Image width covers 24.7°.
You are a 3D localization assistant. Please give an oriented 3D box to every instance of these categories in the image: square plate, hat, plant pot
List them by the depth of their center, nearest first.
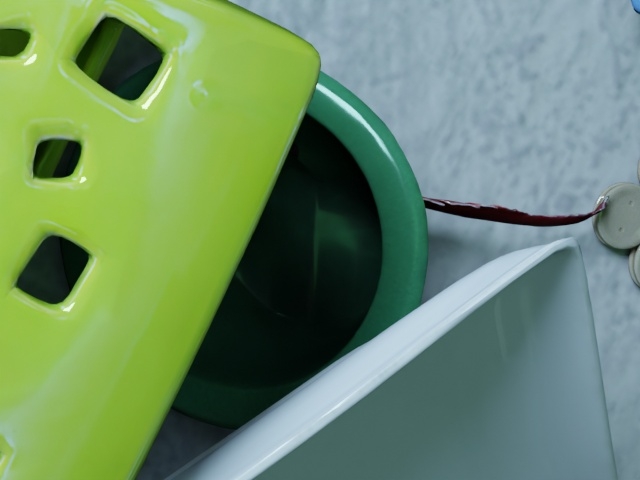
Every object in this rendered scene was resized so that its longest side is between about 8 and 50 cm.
[{"bbox_3d":[-0.169,-0.028,0.553,0.207,0.228,0.227,23,93,-29],"label":"plant pot"},{"bbox_3d":[-0.009,0.178,0.692,0.347,0.049,0.344,-34,142,-9],"label":"square plate"},{"bbox_3d":[0.000,0.000,0.742,0.208,0.183,0.173,33,104,14],"label":"hat"}]

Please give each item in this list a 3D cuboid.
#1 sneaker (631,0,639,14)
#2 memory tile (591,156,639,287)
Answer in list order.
[{"bbox_3d":[0.257,-0.129,0.783,0.209,0.069,0.082,11,119,-24],"label":"sneaker"},{"bbox_3d":[0.226,-0.028,0.816,0.148,0.012,0.113,-46,112,-5],"label":"memory tile"}]
